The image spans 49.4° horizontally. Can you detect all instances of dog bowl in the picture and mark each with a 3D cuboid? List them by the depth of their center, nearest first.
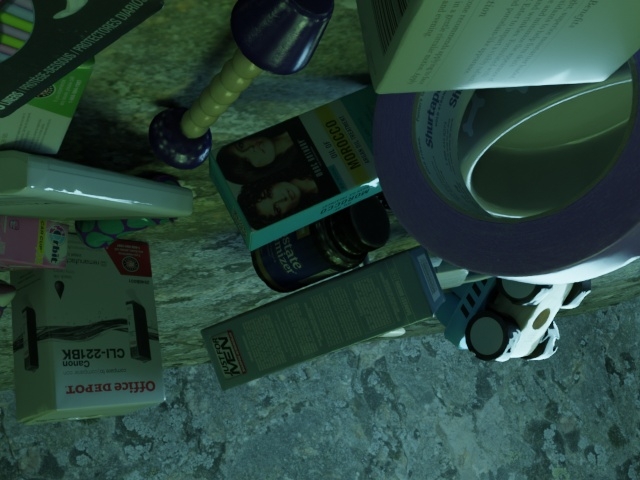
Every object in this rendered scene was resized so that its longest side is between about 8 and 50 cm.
[{"bbox_3d":[0.295,-0.136,0.784,0.349,0.102,0.349,-8,156,-4],"label":"dog bowl"}]

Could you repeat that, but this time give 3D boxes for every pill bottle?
[{"bbox_3d":[0.000,0.000,1.116,0.123,0.123,0.219,7,157,-45],"label":"pill bottle"}]

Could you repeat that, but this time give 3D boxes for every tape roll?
[{"bbox_3d":[0.183,-0.102,0.599,0.275,0.275,0.090,-21,162,33],"label":"tape roll"}]

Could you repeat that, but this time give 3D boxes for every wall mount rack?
[{"bbox_3d":[0.183,0.048,1.403,0.350,0.130,0.304,-9,160,-1],"label":"wall mount rack"}]

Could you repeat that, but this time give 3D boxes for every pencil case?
[{"bbox_3d":[-0.258,-0.036,0.943,0.152,0.064,0.070,-17,137,26],"label":"pencil case"}]

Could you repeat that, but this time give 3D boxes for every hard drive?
[{"bbox_3d":[-0.296,-0.050,0.744,0.203,0.040,0.307,-1,179,15],"label":"hard drive"}]

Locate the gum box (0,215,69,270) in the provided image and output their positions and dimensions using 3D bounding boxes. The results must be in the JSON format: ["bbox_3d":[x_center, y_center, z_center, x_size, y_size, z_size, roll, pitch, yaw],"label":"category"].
[{"bbox_3d":[-0.442,0.006,0.925,0.188,0.062,0.107,-4,169,31],"label":"gum box"}]

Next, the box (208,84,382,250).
[{"bbox_3d":[0.012,-0.088,0.739,0.244,0.100,0.060,-25,167,-15],"label":"box"}]

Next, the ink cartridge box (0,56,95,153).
[{"bbox_3d":[-0.297,-0.139,0.513,0.219,0.092,0.160,0,162,-31],"label":"ink cartridge box"}]

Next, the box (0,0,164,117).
[{"bbox_3d":[-0.231,-0.181,0.318,0.165,0.143,0.270,-21,160,33],"label":"box"}]

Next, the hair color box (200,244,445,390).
[{"bbox_3d":[0.010,0.127,1.178,0.374,0.113,0.185,-21,177,16],"label":"hair color box"}]

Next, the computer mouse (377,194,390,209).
[{"bbox_3d":[0.178,-0.089,1.027,0.184,0.060,0.262,-10,164,2],"label":"computer mouse"}]

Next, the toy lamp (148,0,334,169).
[{"bbox_3d":[-0.080,-0.151,0.639,0.080,0.080,0.275,2,162,-35],"label":"toy lamp"}]

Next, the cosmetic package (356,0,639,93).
[{"bbox_3d":[0.126,-0.200,0.450,0.184,0.151,0.151,-6,164,-12],"label":"cosmetic package"}]

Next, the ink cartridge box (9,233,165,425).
[{"bbox_3d":[-0.368,0.139,1.100,0.114,0.273,0.197,-22,160,37],"label":"ink cartridge box"}]

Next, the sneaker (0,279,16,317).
[{"bbox_3d":[-0.527,0.089,1.019,0.095,0.104,0.236,12,-177,-41],"label":"sneaker"}]

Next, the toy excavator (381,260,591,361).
[{"bbox_3d":[0.323,0.128,1.626,0.222,0.445,0.433,7,116,-42],"label":"toy excavator"}]
